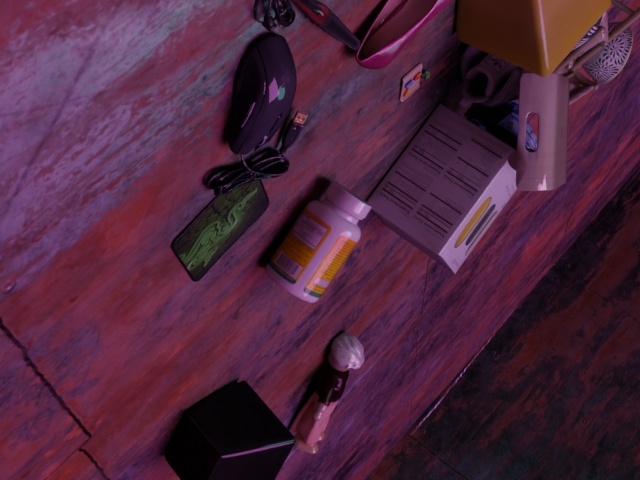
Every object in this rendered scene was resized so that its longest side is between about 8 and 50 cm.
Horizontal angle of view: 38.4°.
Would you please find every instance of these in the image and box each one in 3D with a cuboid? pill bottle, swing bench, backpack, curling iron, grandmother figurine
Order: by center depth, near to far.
[{"bbox_3d":[-0.011,-0.312,1.307,0.068,0.035,0.274,-55,158,16],"label":"curling iron"},{"bbox_3d":[0.000,0.000,1.680,0.208,0.118,0.117,-56,158,7],"label":"pill bottle"},{"bbox_3d":[0.425,-0.235,2.098,0.117,0.173,0.158,-43,155,-25],"label":"backpack"},{"bbox_3d":[0.577,-0.448,2.112,0.253,0.165,0.254,-32,155,-44],"label":"swing bench"},{"bbox_3d":[0.019,0.381,2.318,0.208,0.104,0.342,-71,-178,-64],"label":"grandmother figurine"}]

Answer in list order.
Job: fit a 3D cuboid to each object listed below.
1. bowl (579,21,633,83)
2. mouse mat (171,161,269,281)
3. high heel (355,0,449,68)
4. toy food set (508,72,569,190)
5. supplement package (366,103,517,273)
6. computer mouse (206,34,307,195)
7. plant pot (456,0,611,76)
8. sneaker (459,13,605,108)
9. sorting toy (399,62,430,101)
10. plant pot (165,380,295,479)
[{"bbox_3d":[0.726,-0.501,2.392,0.170,0.080,0.170,-164,-90,-72],"label":"bowl"},{"bbox_3d":[-0.156,-0.027,1.478,0.189,0.007,0.152,-47,157,-14],"label":"mouse mat"},{"bbox_3d":[0.139,-0.377,1.450,0.244,0.082,0.117,-49,171,26],"label":"high heel"},{"bbox_3d":[0.436,-0.218,1.832,0.306,0.092,0.219,-19,111,-68],"label":"toy food set"},{"bbox_3d":[0.270,-0.105,1.947,0.262,0.198,0.199,-54,158,-1],"label":"supplement package"},{"bbox_3d":[-0.063,-0.180,1.359,0.184,0.060,0.262,-23,142,-49],"label":"computer mouse"},{"bbox_3d":[0.373,-0.461,1.649,0.212,0.212,0.187,-48,146,-14],"label":"plant pot"},{"bbox_3d":[0.416,-0.395,1.829,0.210,0.137,0.366,-30,164,-44],"label":"sneaker"},{"bbox_3d":[0.181,-0.303,1.728,0.083,0.012,0.062,-43,155,-24],"label":"sorting toy"},{"bbox_3d":[-0.196,0.420,1.844,0.167,0.188,0.187,-2,127,-49],"label":"plant pot"}]
